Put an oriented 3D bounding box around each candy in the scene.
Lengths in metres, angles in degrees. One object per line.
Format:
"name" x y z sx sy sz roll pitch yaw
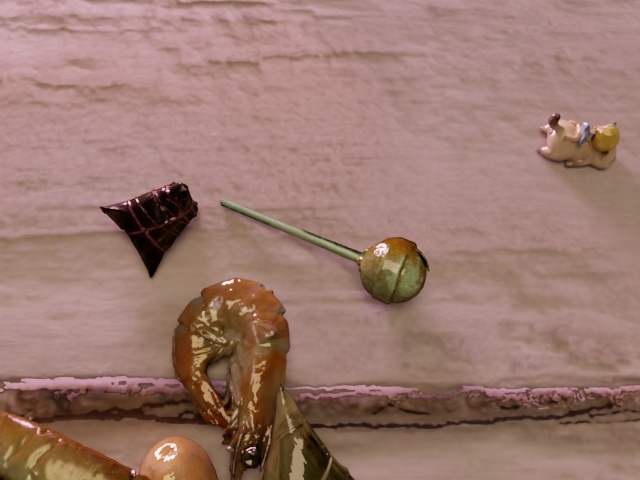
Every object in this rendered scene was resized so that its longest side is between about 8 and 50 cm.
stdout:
"candy" 0.000 0.000 0.720 0.203 0.061 0.061 22 65 12

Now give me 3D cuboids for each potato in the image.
"potato" -0.101 0.191 0.606 0.083 0.062 0.068 38 32 12

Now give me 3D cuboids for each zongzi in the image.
"zongzi" -0.156 -0.022 0.703 0.073 0.067 0.083 34 83 1
"zongzi" -0.037 0.185 0.610 0.104 0.052 0.113 -36 96 -25

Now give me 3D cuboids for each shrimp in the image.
"shrimp" -0.074 0.114 0.657 0.099 0.041 0.180 0 66 -6

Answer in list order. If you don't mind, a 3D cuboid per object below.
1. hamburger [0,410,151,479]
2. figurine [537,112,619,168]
"hamburger" -0.181 0.205 0.518 0.215 0.189 0.122 31 58 -5
"figurine" 0.261 -0.100 0.792 0.083 0.050 0.047 11 70 -2
